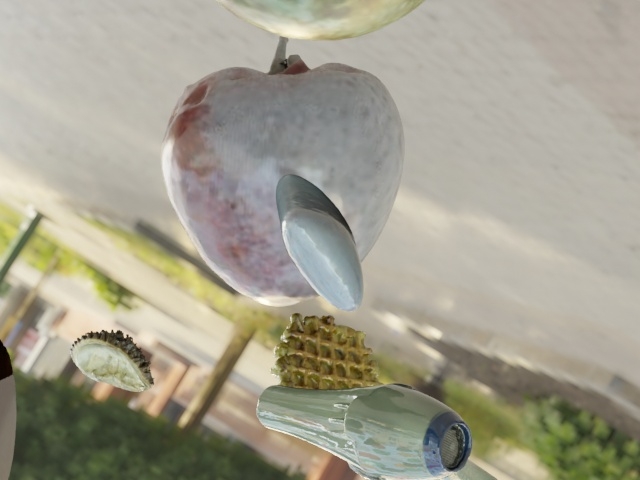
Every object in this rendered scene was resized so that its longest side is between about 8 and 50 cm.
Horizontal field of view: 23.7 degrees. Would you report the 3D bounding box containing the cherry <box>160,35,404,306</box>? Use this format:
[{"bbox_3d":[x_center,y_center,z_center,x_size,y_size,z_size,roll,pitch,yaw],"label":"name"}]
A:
[{"bbox_3d":[-0.037,-0.090,2.031,0.335,0.326,0.291,61,177,-11],"label":"cherry"}]

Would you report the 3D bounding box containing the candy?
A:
[{"bbox_3d":[0.000,0.000,1.764,0.138,0.071,0.174,55,-172,-18],"label":"candy"}]

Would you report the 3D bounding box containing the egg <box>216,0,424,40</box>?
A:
[{"bbox_3d":[-0.005,-0.281,1.130,0.238,0.238,0.289,38,-157,-37],"label":"egg"}]

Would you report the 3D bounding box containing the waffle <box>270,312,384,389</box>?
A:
[{"bbox_3d":[0.011,0.185,2.062,0.191,0.191,0.038,35,141,-25],"label":"waffle"}]

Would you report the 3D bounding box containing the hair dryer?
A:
[{"bbox_3d":[0.067,0.244,1.859,0.296,0.119,0.298,15,163,25],"label":"hair dryer"}]

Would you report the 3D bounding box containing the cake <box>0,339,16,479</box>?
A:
[{"bbox_3d":[-0.428,0.184,1.608,0.178,0.185,0.208,-2,-161,2],"label":"cake"}]

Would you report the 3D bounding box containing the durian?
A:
[{"bbox_3d":[-0.245,0.136,1.788,0.130,0.066,0.052,15,174,30],"label":"durian"}]
